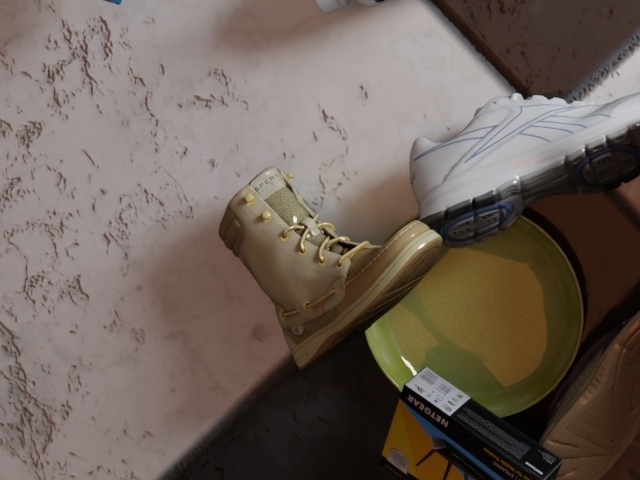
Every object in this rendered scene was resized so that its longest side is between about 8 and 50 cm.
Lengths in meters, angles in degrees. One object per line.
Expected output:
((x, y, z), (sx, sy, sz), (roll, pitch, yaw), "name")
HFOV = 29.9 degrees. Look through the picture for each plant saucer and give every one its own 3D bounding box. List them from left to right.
((0.165, 0.075, 1.306), (0.241, 0.037, 0.241), (2, 99, 15), "plant saucer")

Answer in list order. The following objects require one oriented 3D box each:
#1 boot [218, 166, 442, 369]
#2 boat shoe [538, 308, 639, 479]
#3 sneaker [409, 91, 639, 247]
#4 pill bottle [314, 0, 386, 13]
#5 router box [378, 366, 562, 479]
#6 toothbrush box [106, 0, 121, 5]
((0.000, 0.000, 1.271), (0.203, 0.095, 0.262), (57, 141, 11), "boot")
((0.318, 0.130, 1.240), (0.103, 0.092, 0.285), (29, 110, -14), "boat shoe")
((0.224, -0.103, 1.224), (0.297, 0.111, 0.129), (-20, 60, 5), "sneaker")
((0.068, -0.300, 1.244), (0.169, 0.094, 0.094), (-21, 92, 18), "pill bottle")
((0.156, 0.237, 1.276), (0.179, 0.046, 0.133), (33, 132, 25), "router box")
((-0.258, -0.436, 1.269), (0.216, 0.126, 0.295), (36, 108, 30), "toothbrush box")
